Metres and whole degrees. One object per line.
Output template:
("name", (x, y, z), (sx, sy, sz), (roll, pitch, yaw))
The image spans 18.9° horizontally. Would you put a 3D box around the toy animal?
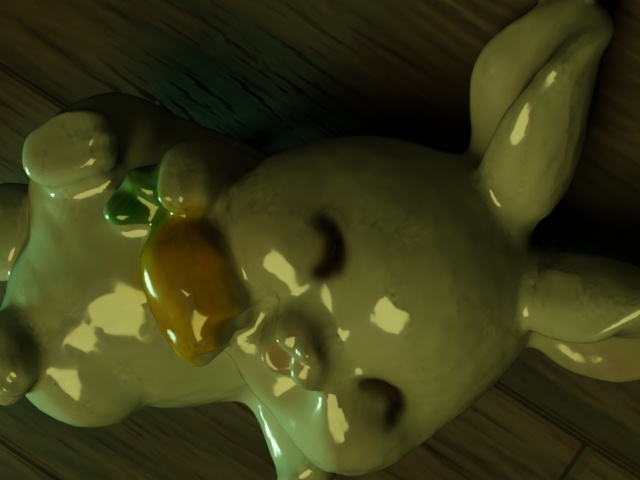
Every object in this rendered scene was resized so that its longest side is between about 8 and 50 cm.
("toy animal", (-0.002, 0.007, 0.866), (0.325, 0.154, 0.208), (-20, 88, 16))
